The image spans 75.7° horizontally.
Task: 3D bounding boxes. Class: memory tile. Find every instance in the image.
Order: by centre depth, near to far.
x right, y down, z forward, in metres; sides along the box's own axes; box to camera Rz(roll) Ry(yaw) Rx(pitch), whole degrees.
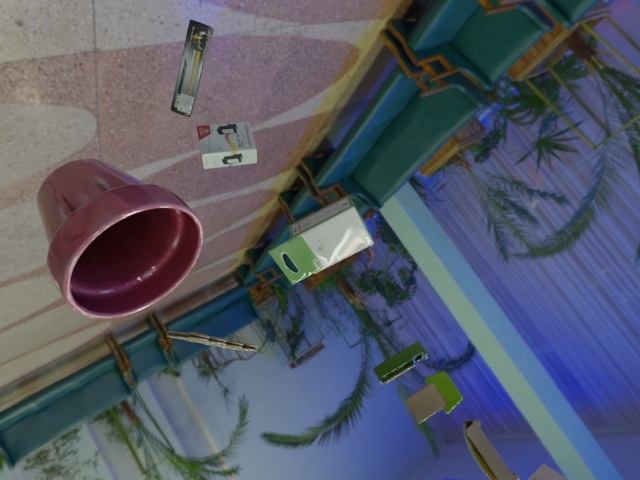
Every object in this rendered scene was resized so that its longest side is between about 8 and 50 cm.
[{"bbox_3d":[-0.201,0.189,0.773,0.113,0.012,0.148,-9,154,42],"label":"memory tile"}]

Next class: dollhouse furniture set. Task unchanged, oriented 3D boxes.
[{"bbox_3d":[0.117,0.179,0.405,0.058,0.152,0.076,-31,152,-3],"label":"dollhouse furniture set"}]

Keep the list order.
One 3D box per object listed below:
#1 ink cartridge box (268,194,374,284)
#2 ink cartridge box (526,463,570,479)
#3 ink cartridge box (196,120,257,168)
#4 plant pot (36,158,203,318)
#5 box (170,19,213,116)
[{"bbox_3d":[0.000,0.000,0.914,0.209,0.109,0.062,-28,-149,8],"label":"ink cartridge box"},{"bbox_3d":[0.215,0.323,0.409,0.150,0.109,0.063,-27,-166,-21],"label":"ink cartridge box"},{"bbox_3d":[-0.304,-0.313,1.342,0.174,0.128,0.072,-10,152,-14],"label":"ink cartridge box"},{"bbox_3d":[-0.305,-0.020,0.601,0.201,0.180,0.201,-39,154,-23],"label":"plant pot"},{"bbox_3d":[-0.348,-0.470,1.124,0.183,0.056,0.231,-115,-137,-63],"label":"box"}]
